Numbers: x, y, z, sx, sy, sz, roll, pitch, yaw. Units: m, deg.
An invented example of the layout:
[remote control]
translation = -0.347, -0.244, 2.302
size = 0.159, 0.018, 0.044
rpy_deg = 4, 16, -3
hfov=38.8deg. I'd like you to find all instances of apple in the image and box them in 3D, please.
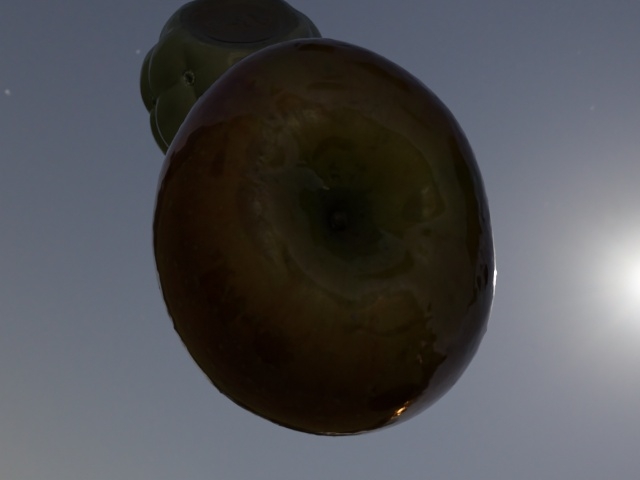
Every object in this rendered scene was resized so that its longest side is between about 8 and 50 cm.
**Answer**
[apple]
translation = 0.000, 0.000, 0.564
size = 0.210, 0.235, 0.173
rpy_deg = 13, -14, -12

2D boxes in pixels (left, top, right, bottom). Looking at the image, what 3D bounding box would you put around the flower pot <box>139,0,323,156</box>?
[flower pot]
translation = -0.099, -0.186, 1.116
size = 0.246, 0.246, 0.195
rpy_deg = 27, -42, 23
